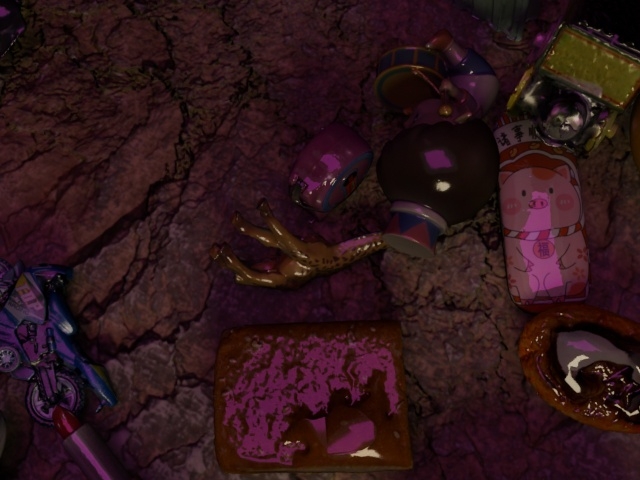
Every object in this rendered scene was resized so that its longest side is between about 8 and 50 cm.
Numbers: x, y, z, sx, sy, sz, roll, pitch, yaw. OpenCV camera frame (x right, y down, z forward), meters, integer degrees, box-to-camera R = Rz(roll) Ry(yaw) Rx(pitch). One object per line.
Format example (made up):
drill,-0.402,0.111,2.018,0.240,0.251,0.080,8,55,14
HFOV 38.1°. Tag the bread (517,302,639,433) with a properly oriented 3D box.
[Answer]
bread,0.361,0.156,1.085,0.269,0.095,0.139,13,103,-1

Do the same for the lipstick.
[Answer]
lipstick,-0.274,0.280,1.154,0.063,0.057,0.186,-38,84,-3

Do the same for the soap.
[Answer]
soap,0.226,-0.342,1.164,0.114,0.198,0.063,35,81,14

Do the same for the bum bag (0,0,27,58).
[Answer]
bum bag,-0.509,-0.374,1.351,0.137,0.074,0.310,-26,74,12

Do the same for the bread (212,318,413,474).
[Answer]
bread,-0.009,0.190,1.120,0.234,0.110,0.184,-5,76,8

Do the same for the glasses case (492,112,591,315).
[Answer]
glasses case,0.273,-0.039,1.153,0.103,0.067,0.267,-6,76,5

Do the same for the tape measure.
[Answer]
tape measure,0.007,-0.088,1.181,0.074,0.118,0.125,40,82,14

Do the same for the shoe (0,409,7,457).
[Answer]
shoe,-0.446,0.326,1.171,0.100,0.103,0.251,25,96,-29

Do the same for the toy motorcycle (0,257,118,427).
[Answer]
toy motorcycle,-0.356,0.119,1.204,0.135,0.092,0.254,-28,83,-8

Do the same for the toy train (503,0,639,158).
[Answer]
toy train,0.321,-0.220,1.099,0.134,0.177,0.261,28,46,5

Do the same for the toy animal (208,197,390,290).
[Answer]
toy animal,-0.002,0.008,1.172,0.275,0.149,0.054,5,34,-15

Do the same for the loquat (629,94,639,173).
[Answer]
loquat,0.477,-0.122,1.060,0.235,0.235,0.235,-2,77,8

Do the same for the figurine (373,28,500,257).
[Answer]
figurine,0.137,-0.113,1.121,0.158,0.161,0.275,5,56,3
